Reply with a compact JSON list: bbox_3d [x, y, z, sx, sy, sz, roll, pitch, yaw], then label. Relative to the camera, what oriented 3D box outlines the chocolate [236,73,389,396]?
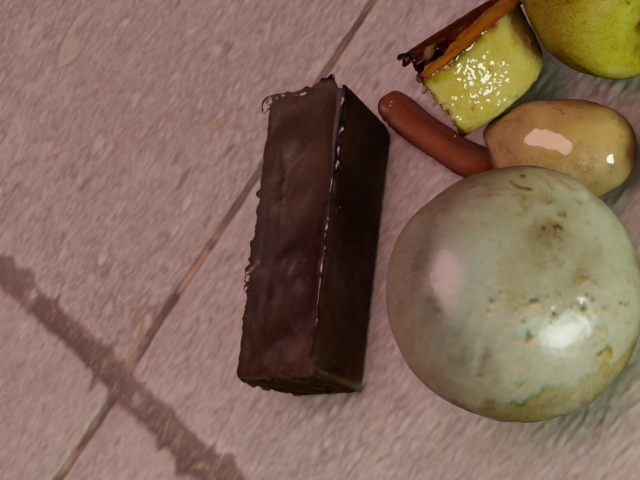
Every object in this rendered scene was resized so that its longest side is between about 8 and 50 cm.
[{"bbox_3d":[0.000,0.000,1.888,0.112,0.112,0.321,-8,67,35],"label":"chocolate"}]

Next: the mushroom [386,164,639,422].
[{"bbox_3d":[0.168,0.055,1.700,0.244,0.243,0.243,-15,62,31],"label":"mushroom"}]

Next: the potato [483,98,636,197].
[{"bbox_3d":[0.231,-0.083,1.762,0.147,0.112,0.112,1,71,29],"label":"potato"}]

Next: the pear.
[{"bbox_3d":[0.280,-0.258,1.746,0.197,0.197,0.197,-15,62,31],"label":"pear"}]

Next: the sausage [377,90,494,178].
[{"bbox_3d":[0.126,-0.102,1.884,0.186,0.043,0.043,36,93,41],"label":"sausage"}]

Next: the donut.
[{"bbox_3d":[0.156,-0.172,1.816,0.141,0.085,0.217,-33,10,10],"label":"donut"}]
